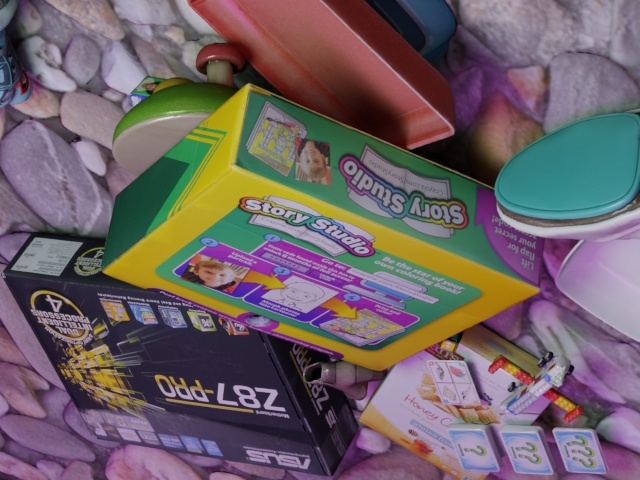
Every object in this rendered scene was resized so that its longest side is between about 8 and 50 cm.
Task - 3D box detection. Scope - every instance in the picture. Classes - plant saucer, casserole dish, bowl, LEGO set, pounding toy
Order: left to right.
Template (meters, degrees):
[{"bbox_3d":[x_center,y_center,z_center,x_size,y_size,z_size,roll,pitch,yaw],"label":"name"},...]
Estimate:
[{"bbox_3d":[-0.120,-0.132,1.879,0.183,0.110,0.237,-8,159,15],"label":"pounding toy"},{"bbox_3d":[0.006,-0.191,1.750,0.258,0.048,0.259,43,164,-11],"label":"plant saucer"},{"bbox_3d":[0.048,-0.238,1.735,0.188,0.037,0.114,46,141,-13],"label":"casserole dish"},{"bbox_3d":[0.211,0.194,1.991,0.182,0.060,0.244,0,133,26],"label":"LEGO set"},{"bbox_3d":[0.327,0.032,1.809,0.142,0.053,0.142,33,141,1],"label":"bowl"}]

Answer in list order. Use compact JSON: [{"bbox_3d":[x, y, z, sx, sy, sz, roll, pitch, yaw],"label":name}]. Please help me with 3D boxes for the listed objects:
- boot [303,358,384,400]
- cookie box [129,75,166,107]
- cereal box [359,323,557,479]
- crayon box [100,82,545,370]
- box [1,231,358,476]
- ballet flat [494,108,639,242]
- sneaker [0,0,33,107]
[{"bbox_3d":[0.021,0.167,2.143,0.087,0.042,0.118,4,159,-21],"label":"boot"},{"bbox_3d":[-0.152,-0.132,1.986,0.107,0.040,0.092,11,135,25],"label":"cookie box"},{"bbox_3d":[0.163,0.187,2.096,0.173,0.047,0.240,30,142,2],"label":"cereal box"},{"bbox_3d":[0.000,0.000,1.855,0.363,0.106,0.313,21,150,-24],"label":"crayon box"},{"bbox_3d":[-0.180,0.143,2.257,0.395,0.097,0.318,6,137,31],"label":"box"},{"bbox_3d":[0.340,-0.063,1.652,0.400,0.139,0.139,-21,117,45],"label":"ballet flat"},{"bbox_3d":[-0.382,-0.216,2.040,0.125,0.104,0.262,25,149,-17],"label":"sneaker"}]
